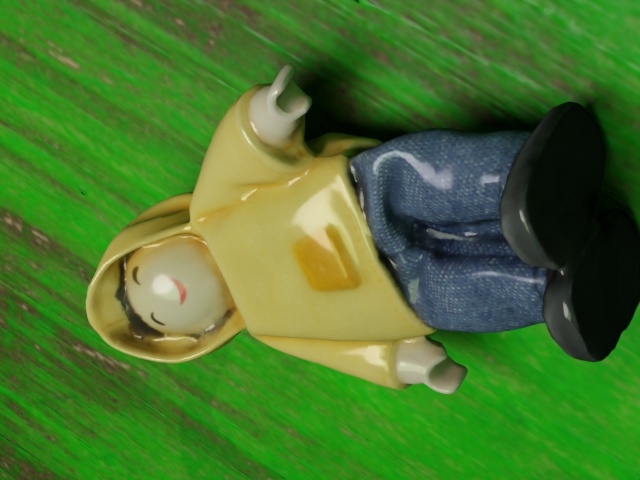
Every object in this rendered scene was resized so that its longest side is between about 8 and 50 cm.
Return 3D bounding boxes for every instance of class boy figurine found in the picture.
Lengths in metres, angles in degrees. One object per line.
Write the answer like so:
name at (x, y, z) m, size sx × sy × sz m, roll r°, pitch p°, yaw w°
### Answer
boy figurine at (0.000, 0.000, 0.667) m, size 0.285 × 0.092 × 0.177 m, roll -5°, pitch 123°, yaw 36°
